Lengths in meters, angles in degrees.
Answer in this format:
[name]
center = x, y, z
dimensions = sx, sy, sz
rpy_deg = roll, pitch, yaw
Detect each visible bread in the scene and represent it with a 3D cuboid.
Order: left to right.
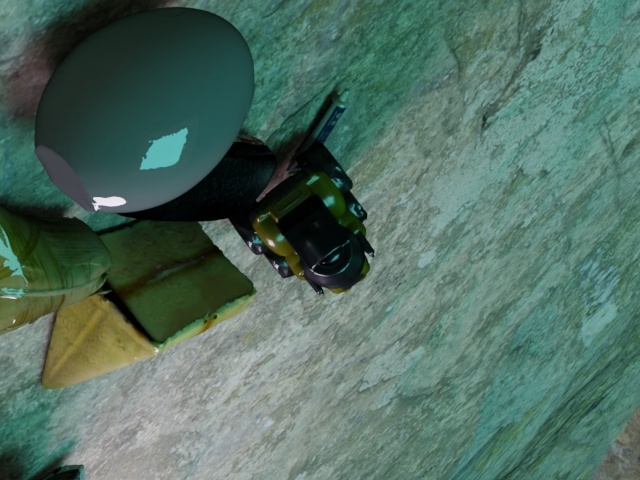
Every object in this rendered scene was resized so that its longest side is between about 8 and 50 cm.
[bread]
center = -0.201, 0.114, 2.087
dimensions = 0.167, 0.163, 0.264
rpy_deg = -27, 151, -37

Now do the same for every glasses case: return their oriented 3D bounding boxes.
[glasses case]
center = -0.143, -0.072, 1.996
dimensions = 0.103, 0.067, 0.266
rpy_deg = -55, 154, 19

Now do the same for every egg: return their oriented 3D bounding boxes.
[egg]
center = -0.165, -0.130, 1.734
dimensions = 0.232, 0.176, 0.176
rpy_deg = -40, 156, -25

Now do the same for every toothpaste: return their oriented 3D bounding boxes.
[toothpaste]
center = 0.001, -0.133, 2.190
dimensions = 0.037, 0.021, 0.140
rpy_deg = -10, 143, -46

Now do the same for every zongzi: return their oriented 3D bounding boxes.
[zongzi]
center = -0.298, -0.001, 1.839
dimensions = 0.194, 0.099, 0.197
rpy_deg = -24, 142, -40

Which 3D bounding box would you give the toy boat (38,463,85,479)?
[toy boat]
center = -0.355, 0.342, 2.343
dimensions = 0.140, 0.059, 0.066
rpy_deg = -47, -174, 8

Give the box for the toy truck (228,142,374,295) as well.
[toy truck]
center = 0.000, 0.000, 2.207
dimensions = 0.147, 0.165, 0.224
rpy_deg = -37, 158, 0
